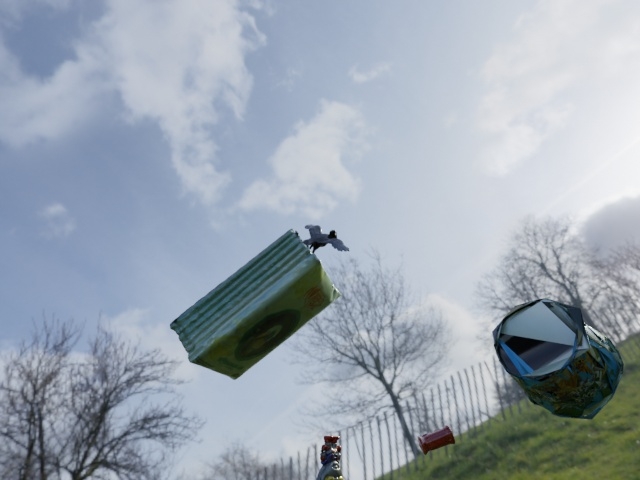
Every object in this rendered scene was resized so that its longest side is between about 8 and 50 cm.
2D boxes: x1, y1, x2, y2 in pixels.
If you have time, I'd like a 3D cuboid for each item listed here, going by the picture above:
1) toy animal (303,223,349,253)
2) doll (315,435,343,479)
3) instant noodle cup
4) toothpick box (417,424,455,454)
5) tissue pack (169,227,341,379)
[{"bbox_3d":[0.000,0.000,1.364,0.108,0.220,0.062,-36,-54,-11],"label":"toy animal"},{"bbox_3d":[0.028,0.632,1.300,0.062,0.194,0.104,-8,-27,23],"label":"doll"},{"bbox_3d":[0.510,0.251,1.065,0.240,0.240,0.178,-37,-54,24],"label":"instant noodle cup"},{"bbox_3d":[0.280,0.487,1.173,0.083,0.047,0.047,-18,-35,-5],"label":"toothpick box"},{"bbox_3d":[-0.154,0.178,1.260,0.388,0.162,0.287,-39,-26,-5],"label":"tissue pack"}]
